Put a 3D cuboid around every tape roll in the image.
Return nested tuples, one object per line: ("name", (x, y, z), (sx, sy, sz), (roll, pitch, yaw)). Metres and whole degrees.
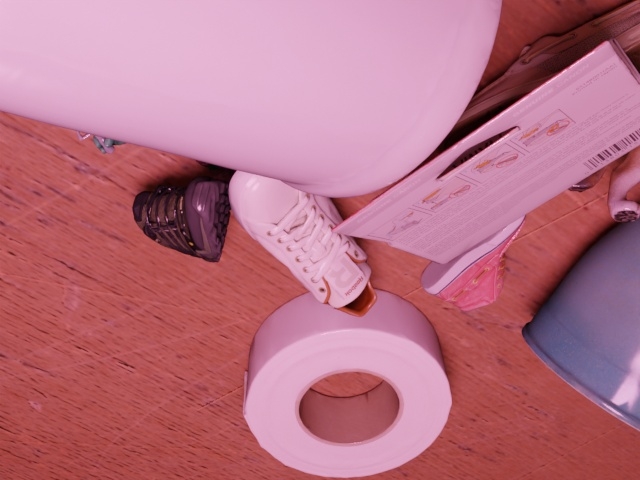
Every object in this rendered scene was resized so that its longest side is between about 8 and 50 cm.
("tape roll", (0.036, 0.204, 1.197), (0.286, 0.100, 0.286), (-2, 125, -2))

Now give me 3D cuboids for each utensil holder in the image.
("utensil holder", (-0.100, -0.226, 0.689), (0.386, 0.327, 0.327), (11, 127, -40))

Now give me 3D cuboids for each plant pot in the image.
("plant pot", (0.434, 0.079, 1.053), (0.272, 0.271, 0.255), (24, 104, -18))

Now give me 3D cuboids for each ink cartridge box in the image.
("ink cartridge box", (0.177, -0.089, 0.846), (0.296, 0.066, 0.261), (-34, 155, 23))

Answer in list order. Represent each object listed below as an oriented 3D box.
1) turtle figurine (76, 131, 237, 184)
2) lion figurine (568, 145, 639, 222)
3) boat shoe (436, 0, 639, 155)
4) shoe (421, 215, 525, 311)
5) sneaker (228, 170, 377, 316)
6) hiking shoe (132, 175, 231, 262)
("turtle figurine", (-0.156, -0.135, 0.942), (0.175, 0.118, 0.234), (-2, 152, 48))
("lion figurine", (0.472, -0.157, 0.939), (0.393, 0.240, 0.142), (-1, 152, 13))
("boat shoe", (0.266, -0.176, 0.957), (0.302, 0.098, 0.109), (-27, 133, 18))
("shoe", (0.218, 0.023, 1.109), (0.081, 0.063, 0.178), (30, 123, -23))
("sneaker", (0.000, 0.000, 0.988), (0.106, 0.123, 0.290), (-46, 145, -4))
("hiking shoe", (-0.164, -0.023, 0.983), (0.114, 0.086, 0.227), (11, 165, -6))
